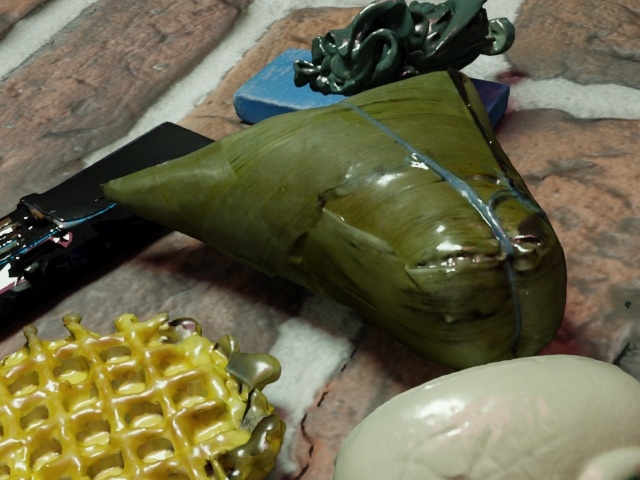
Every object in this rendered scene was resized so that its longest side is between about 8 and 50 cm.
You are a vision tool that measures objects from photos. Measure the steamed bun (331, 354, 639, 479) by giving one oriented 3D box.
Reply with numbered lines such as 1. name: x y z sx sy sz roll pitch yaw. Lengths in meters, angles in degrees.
1. steamed bun: 0.125 0.167 0.652 0.228 0.177 0.130 -12 49 -13

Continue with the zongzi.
1. zongzi: 0.000 0.000 0.885 0.393 0.174 0.356 -11 32 -5

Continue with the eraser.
1. eraser: 0.058 -0.167 1.216 0.312 0.042 0.144 15 43 27

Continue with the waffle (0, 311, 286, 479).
1. waffle: -0.179 0.166 0.796 0.329 0.062 0.329 -4 35 3

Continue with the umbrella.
1. umbrella: 0.114 -0.222 1.112 0.143 0.094 0.349 -8 10 41

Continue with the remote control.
1. remote control: -0.267 -0.017 1.057 0.145 0.062 0.399 24 47 36
